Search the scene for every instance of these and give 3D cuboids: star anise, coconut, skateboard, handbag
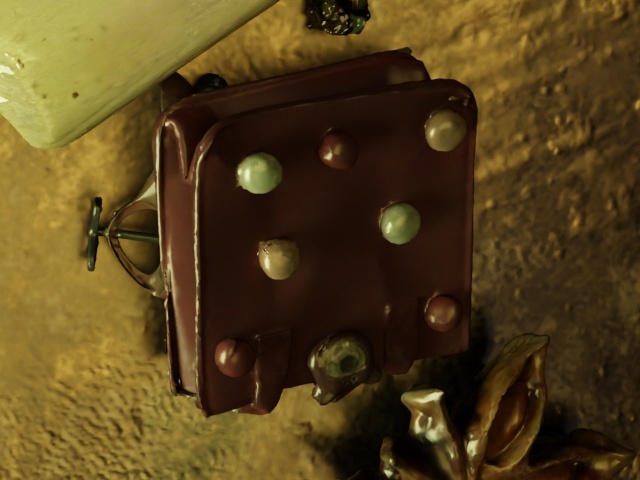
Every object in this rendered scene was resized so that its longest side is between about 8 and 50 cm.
[{"bbox_3d":[0.104,0.177,1.210,0.220,0.099,0.214,-31,120,-13],"label":"star anise"},{"bbox_3d":[-0.124,-0.198,1.011,0.244,0.239,0.239,-37,106,-5],"label":"coconut"},{"bbox_3d":[-0.104,-0.036,1.137,0.080,0.067,0.151,6,102,-7],"label":"skateboard"},{"bbox_3d":[0.001,0.001,1.122,0.203,0.074,0.216,-12,115,-25],"label":"handbag"}]

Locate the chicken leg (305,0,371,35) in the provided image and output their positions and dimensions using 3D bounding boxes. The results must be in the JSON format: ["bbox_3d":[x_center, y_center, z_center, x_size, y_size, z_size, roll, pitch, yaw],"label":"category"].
[{"bbox_3d":[-0.013,-0.253,1.125,0.106,0.051,0.253,-27,106,-3],"label":"chicken leg"}]
